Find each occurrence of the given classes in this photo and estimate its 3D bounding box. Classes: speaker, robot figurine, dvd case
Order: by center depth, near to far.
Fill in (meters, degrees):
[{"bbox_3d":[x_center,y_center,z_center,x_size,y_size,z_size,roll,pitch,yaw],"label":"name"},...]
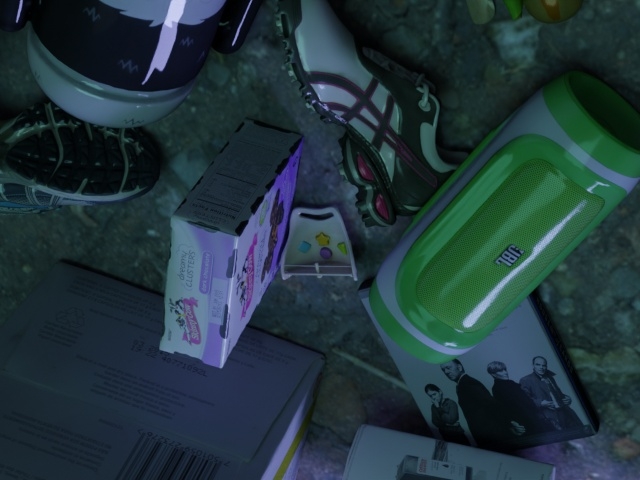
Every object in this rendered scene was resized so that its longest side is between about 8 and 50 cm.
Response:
[{"bbox_3d":[-0.172,-0.236,1.368,0.209,0.173,0.278,28,127,5],"label":"robot figurine"},{"bbox_3d":[0.174,-0.017,1.392,0.131,0.131,0.296,37,119,-6],"label":"speaker"},{"bbox_3d":[0.167,0.124,1.566,0.179,0.029,0.239,-15,115,28],"label":"dvd case"}]

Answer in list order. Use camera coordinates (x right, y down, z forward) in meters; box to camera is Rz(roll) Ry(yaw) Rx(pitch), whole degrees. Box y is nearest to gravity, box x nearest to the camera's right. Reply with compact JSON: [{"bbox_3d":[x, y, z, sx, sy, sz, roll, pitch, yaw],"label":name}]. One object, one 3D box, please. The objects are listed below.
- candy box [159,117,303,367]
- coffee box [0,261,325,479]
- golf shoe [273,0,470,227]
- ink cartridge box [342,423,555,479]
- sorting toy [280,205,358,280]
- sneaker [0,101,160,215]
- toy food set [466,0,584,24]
[{"bbox_3d":[-0.088,0.001,1.475,0.070,0.196,0.165,17,127,9],"label":"candy box"},{"bbox_3d":[-0.228,0.289,1.630,0.337,0.338,0.334,19,127,8],"label":"coffee box"},{"bbox_3d":[0.046,-0.145,1.405,0.120,0.105,0.273,-22,119,14],"label":"golf shoe"},{"bbox_3d":[0.138,0.294,1.628,0.217,0.092,0.159,12,144,15],"label":"ink cartridge box"},{"bbox_3d":[0.000,0.000,1.542,0.083,0.045,0.075,1,115,21],"label":"sorting toy"},{"bbox_3d":[-0.306,-0.079,1.580,0.283,0.110,0.122,4,157,4],"label":"sneaker"},{"bbox_3d":[0.202,-0.253,1.296,0.192,0.038,0.132,-11,118,26],"label":"toy food set"}]
